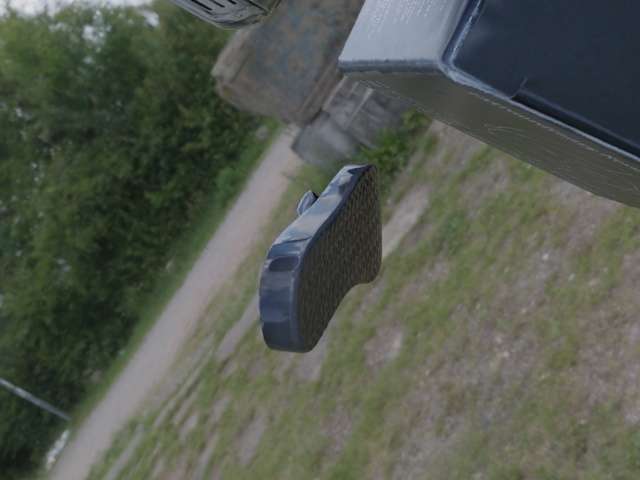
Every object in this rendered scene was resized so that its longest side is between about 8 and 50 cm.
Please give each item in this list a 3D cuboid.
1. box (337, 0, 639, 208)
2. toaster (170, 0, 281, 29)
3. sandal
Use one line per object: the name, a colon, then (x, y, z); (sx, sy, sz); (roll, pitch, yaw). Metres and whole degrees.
box: (0.206, -0.155, 0.593); (0.395, 0.293, 0.212); (-120, 54, -76)
toaster: (-0.080, -0.209, 0.413); (0.147, 0.226, 0.129); (-58, 39, 11)
sandal: (0.000, -0.001, 0.617); (0.254, 0.054, 0.097); (-38, -51, -67)
